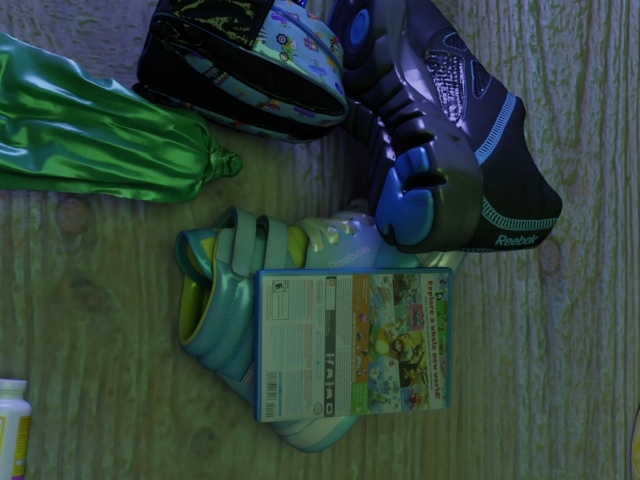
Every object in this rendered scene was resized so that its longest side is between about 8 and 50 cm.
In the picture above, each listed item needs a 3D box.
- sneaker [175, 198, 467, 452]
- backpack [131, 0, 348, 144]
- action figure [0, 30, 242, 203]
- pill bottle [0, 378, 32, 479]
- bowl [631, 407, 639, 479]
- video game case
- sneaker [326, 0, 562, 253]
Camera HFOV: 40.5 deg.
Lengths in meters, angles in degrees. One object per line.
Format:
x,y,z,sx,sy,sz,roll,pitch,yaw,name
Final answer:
0.000,0.000,0.754,0.208,0.127,0.319,37,72,-16,sneaker
-0.054,-0.157,0.726,0.173,0.158,0.116,22,72,-12,backpack
-0.178,-0.083,0.716,0.232,0.063,0.137,12,90,-13,action figure
-0.252,0.151,0.683,0.043,0.043,0.083,8,82,-21,pill bottle
0.493,0.242,0.909,0.290,0.156,0.289,2,84,-22,bowl
0.029,0.082,0.698,0.166,0.015,0.119,0,93,-19,video game case
0.092,-0.121,0.753,0.140,0.125,0.340,7,51,-25,sneaker
